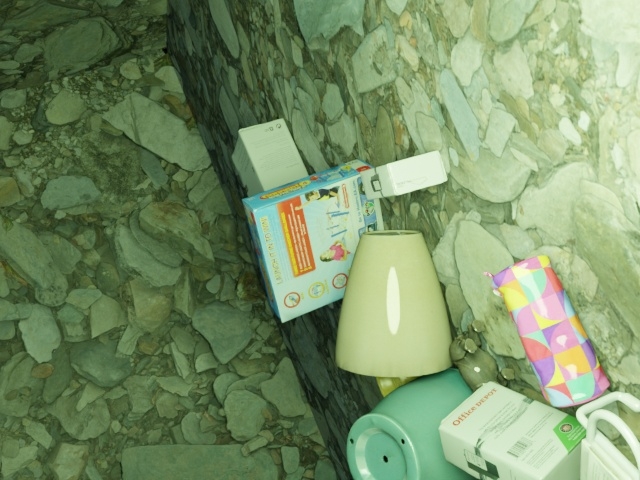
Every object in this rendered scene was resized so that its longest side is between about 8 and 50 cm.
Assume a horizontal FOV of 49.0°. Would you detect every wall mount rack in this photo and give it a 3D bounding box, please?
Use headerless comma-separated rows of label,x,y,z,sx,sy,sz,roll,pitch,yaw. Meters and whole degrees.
wall mount rack,0.467,0.379,0.941,0.304,0.131,0.349,-128,23,-55

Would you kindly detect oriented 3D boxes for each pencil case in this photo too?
pencil case,0.345,0.135,1.068,0.104,0.105,0.236,120,128,-70

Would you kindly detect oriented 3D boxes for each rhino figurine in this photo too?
rhino figurine,0.327,0.280,1.353,0.243,0.073,0.106,63,159,17

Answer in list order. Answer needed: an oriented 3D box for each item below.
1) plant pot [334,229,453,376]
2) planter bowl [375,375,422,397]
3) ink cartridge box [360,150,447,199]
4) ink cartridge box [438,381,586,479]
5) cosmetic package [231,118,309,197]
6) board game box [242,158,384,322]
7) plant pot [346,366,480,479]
plant pot,0.151,0.119,1.482,0.256,0.257,0.273,-165,71,-71
planter bowl,0.214,0.315,1.663,0.217,0.090,0.217,46,-151,-35
ink cartridge box,0.156,-0.124,1.345,0.150,0.109,0.063,178,76,-73
ink cartridge box,0.328,0.341,1.182,0.208,0.153,0.086,19,130,49
cosmetic package,-0.124,-0.148,2.151,0.217,0.156,0.384,126,123,-69
board game box,0.000,0.000,1.662,0.086,0.302,0.308,-136,31,-57
plant pot,0.201,0.413,1.410,0.272,0.255,0.271,5,97,44
